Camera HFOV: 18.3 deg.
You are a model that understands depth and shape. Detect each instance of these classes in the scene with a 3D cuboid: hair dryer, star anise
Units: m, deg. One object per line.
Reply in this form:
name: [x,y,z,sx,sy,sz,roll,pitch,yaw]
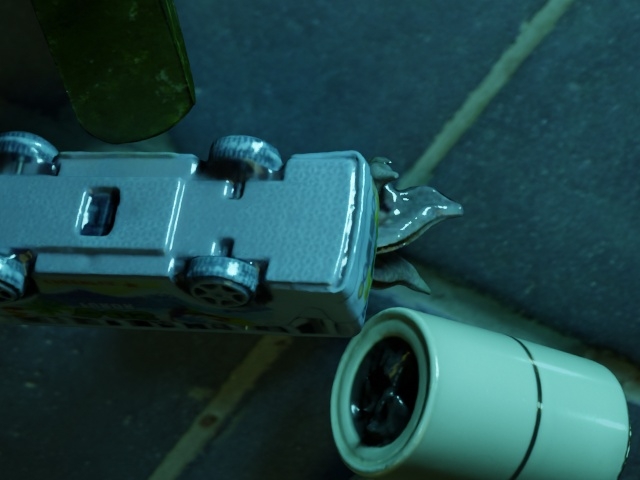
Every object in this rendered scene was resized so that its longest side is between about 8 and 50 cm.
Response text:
hair dryer: [0.052,0.196,1.549,0.203,0.128,0.362,16,136,-34]
star anise: [0.000,0.000,1.410,0.204,0.061,0.180,-22,136,11]

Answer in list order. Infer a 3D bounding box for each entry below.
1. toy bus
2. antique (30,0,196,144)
toy bus: [-0.119,0.005,1.289,0.329,0.109,0.136,2,156,18]
antique: [-0.141,-0.163,1.242,0.081,0.080,0.221,-13,131,2]
